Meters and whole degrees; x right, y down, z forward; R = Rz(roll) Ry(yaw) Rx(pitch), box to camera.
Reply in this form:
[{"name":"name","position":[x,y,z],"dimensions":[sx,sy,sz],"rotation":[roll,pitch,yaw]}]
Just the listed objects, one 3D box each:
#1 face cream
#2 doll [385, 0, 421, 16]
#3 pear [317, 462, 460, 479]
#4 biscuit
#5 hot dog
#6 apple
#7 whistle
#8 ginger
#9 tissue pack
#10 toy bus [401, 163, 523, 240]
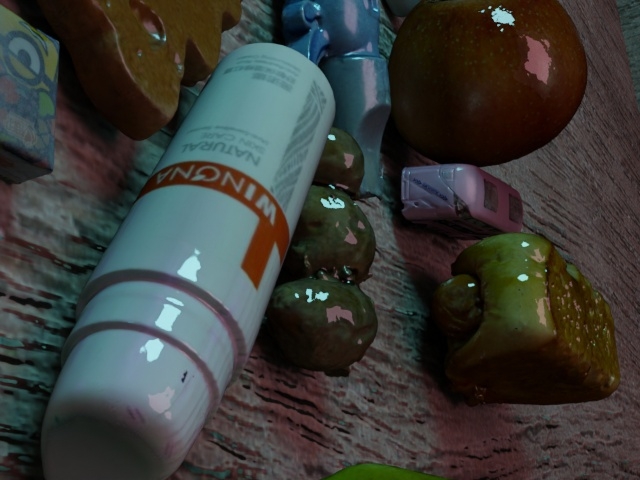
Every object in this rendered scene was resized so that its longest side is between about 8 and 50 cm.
[{"name":"face cream","position":[-0.070,0.001,0.636],"dimensions":[0.102,0.102,0.345],"rotation":[60,28,-29]},{"name":"doll","position":[0.152,-0.333,1.195],"dimensions":[0.059,0.160,0.161],"rotation":[56,33,-33]},{"name":"pear","position":[0.018,0.270,0.512],"dimensions":[0.269,0.269,0.321],"rotation":[48,50,-44]},{"name":"biscuit","position":[-0.127,-0.212,0.702],"dimensions":[0.306,0.043,0.283],"rotation":[-30,103,-66]},{"name":"hot dog","position":[0.199,0.091,1.073],"dimensions":[0.257,0.153,0.150],"rotation":[34,51,-51]},{"name":"apple","position":[0.169,-0.186,1.092],"dimensions":[0.235,0.210,0.173],"rotation":[-88,164,-58]},{"name":"whistle","position":[0.013,-0.166,0.921],"dimensions":[0.180,0.093,0.269],"rotation":[1,81,-69]},{"name":"ginger","position":[0.000,0.000,0.801],"dimensions":[0.104,0.080,0.204],"rotation":[31,51,-48]},{"name":"tissue pack","position":[-0.169,-0.079,0.553],"dimensions":[0.063,0.035,0.083],"rotation":[31,49,-55]},{"name":"toy bus","position":[0.151,-0.037,1.109],"dimensions":[0.203,0.090,0.063],"rotation":[15,75,-64]}]
